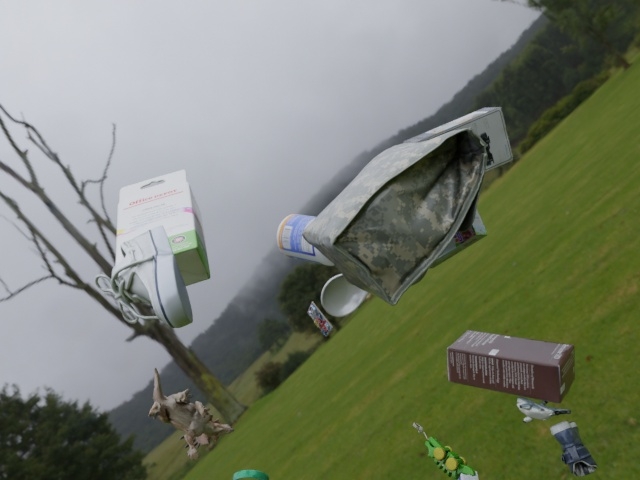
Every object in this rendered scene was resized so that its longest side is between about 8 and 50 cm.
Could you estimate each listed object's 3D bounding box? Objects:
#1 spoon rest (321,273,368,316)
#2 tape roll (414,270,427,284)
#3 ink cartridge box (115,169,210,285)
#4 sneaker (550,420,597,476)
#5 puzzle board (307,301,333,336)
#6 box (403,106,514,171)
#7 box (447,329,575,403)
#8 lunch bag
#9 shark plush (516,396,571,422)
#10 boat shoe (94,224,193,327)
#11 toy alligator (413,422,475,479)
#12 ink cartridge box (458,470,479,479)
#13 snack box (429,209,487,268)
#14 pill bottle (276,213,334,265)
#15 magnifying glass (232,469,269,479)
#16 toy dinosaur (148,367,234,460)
[{"bbox_3d":[0.115,0.118,1.704,0.276,0.137,0.084,-44,26,-10],"label":"spoon rest"},{"bbox_3d":[0.307,0.060,2.107,0.072,0.219,0.219,7,-43,-37],"label":"tape roll"},{"bbox_3d":[-0.418,-0.025,1.483,0.207,0.354,0.119,-17,-47,-3],"label":"ink cartridge box"},{"bbox_3d":[0.822,0.675,1.821,0.086,0.164,0.226,-35,-30,18],"label":"sneaker"},{"bbox_3d":[-0.004,0.239,1.687,0.011,0.096,0.128,-36,-13,-19],"label":"puzzle board"},{"bbox_3d":[0.408,-0.264,1.655,0.289,0.169,0.087,-25,17,-10],"label":"box"},{"bbox_3d":[0.645,0.421,1.919,0.381,0.143,0.191,4,15,36],"label":"box"},{"bbox_3d":[0.132,-0.057,0.929,0.287,0.169,0.235,-47,12,-7],"label":"lunch bag"},{"bbox_3d":[0.698,0.524,1.774,0.161,0.073,0.067,-17,20,39],"label":"shark plush"},{"bbox_3d":[-0.352,0.077,1.095,0.156,0.136,0.367,-20,29,-14],"label":"boat shoe"},{"bbox_3d":[0.286,0.516,1.350,0.056,0.189,0.051,20,-82,-48],"label":"toy alligator"},{"bbox_3d":[0.395,0.836,1.582,0.307,0.072,0.304,19,-96,-78],"label":"ink cartridge box"},{"bbox_3d":[0.228,-0.021,1.040,0.037,0.100,0.141,0,-27,-38],"label":"snack box"},{"bbox_3d":[0.000,0.000,1.840,0.271,0.152,0.152,10,41,40],"label":"pill bottle"},{"bbox_3d":[-0.202,0.650,1.470,0.231,0.092,0.026,123,158,-45],"label":"magnifying glass"},{"bbox_3d":[-0.380,0.484,1.554,0.127,0.295,0.200,-48,5,-19],"label":"toy dinosaur"}]
